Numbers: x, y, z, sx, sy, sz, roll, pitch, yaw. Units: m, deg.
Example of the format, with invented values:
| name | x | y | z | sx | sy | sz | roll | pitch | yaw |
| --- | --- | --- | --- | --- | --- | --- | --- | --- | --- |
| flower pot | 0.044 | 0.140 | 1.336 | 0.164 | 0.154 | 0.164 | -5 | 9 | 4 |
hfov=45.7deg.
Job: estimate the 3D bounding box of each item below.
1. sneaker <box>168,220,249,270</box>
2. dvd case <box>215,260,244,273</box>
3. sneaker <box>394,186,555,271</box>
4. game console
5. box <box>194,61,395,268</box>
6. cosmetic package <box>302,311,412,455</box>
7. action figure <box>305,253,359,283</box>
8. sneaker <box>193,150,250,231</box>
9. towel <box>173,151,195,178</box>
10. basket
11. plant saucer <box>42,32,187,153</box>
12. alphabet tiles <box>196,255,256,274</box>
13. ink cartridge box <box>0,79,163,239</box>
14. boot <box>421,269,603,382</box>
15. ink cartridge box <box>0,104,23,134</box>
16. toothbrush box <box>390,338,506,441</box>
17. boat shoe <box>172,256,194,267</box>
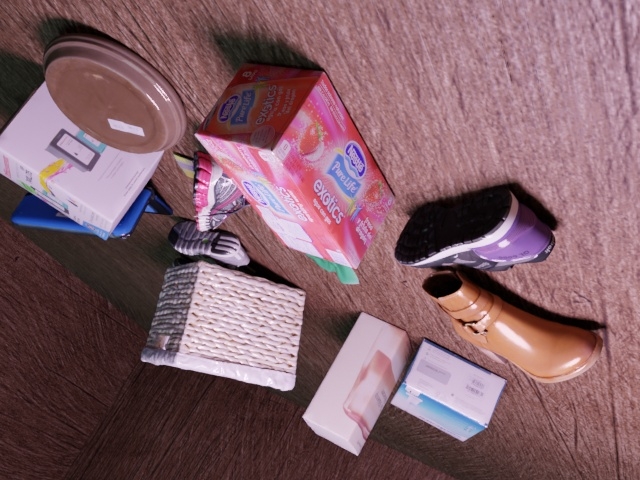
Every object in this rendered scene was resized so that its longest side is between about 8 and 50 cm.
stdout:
| name | x | y | z | sx | sy | sz | roll | pitch | yaw |
| --- | --- | --- | --- | --- | --- | --- | --- | --- | --- |
| sneaker | -0.274 | 0.027 | 1.917 | 0.228 | 0.086 | 0.132 | 16 | 158 | 34 |
| dvd case | -0.254 | 0.054 | 2.031 | 0.087 | 0.013 | 0.119 | 22 | 161 | 22 |
| sneaker | 0.221 | 0.012 | 1.125 | 0.124 | 0.107 | 0.283 | 31 | 162 | -21 |
| game console | -0.538 | -0.058 | 1.826 | 0.293 | 0.250 | 0.173 | 6 | 135 | 9 |
| box | -0.027 | -0.105 | 1.125 | 0.154 | 0.142 | 0.300 | 16 | 156 | 36 |
| cosmetic package | 0.096 | 0.345 | 1.837 | 0.129 | 0.296 | 0.153 | 23 | 160 | 23 |
| action figure | 0.000 | 0.000 | 1.472 | 0.137 | 0.063 | 0.232 | 23 | 164 | 25 |
| sneaker | -0.187 | -0.086 | 1.466 | 0.112 | 0.121 | 0.299 | 1 | 171 | -8 |
| towel | -0.269 | -0.150 | 1.573 | 0.060 | 0.009 | 0.083 | 21 | 158 | 27 |
| basket | -0.247 | 0.226 | 1.981 | 0.331 | 0.266 | 0.328 | 18 | 167 | -25 |
| plant saucer | -0.370 | -0.246 | 1.346 | 0.277 | 0.041 | 0.278 | 16 | 149 | 10 |
| alphabet tiles | -0.273 | 0.058 | 2.103 | 0.198 | 0.009 | 0.237 | 39 | 160 | -22 |
| ink cartridge box | -0.500 | -0.168 | 1.577 | 0.270 | 0.197 | 0.198 | 34 | 160 | -10 |
| boot | 0.320 | 0.131 | 1.305 | 0.220 | 0.109 | 0.283 | 43 | 165 | -22 |
| ink cartridge box | -0.654 | -0.233 | 1.748 | 0.128 | 0.127 | 0.176 | 41 | 158 | -31 |
| toothbrush box | 0.305 | 0.376 | 1.867 | 0.216 | 0.126 | 0.295 | 26 | 160 | 10 |
| boat shoe | -0.348 | 0.100 | 2.276 | 0.206 | 0.075 | 0.065 | 33 | 119 | 8 |
